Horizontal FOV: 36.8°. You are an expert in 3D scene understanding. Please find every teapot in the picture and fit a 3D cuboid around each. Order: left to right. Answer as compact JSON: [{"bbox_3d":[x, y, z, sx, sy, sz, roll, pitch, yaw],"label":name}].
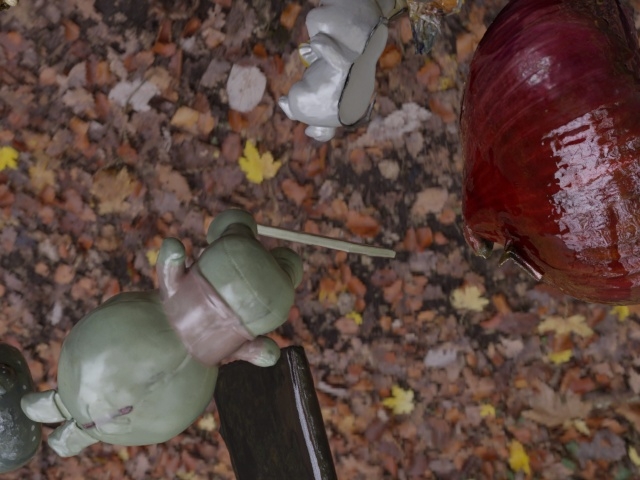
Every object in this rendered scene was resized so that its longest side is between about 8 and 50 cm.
[{"bbox_3d":[-0.484,0.245,1.399,0.129,0.193,0.294,-10,153,-25],"label":"teapot"}]

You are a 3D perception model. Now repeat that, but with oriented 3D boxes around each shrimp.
[{"bbox_3d":[0.165,-0.375,1.416,0.062,0.164,0.317,-22,146,-8],"label":"shrimp"}]

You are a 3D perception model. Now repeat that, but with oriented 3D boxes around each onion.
[{"bbox_3d":[0.178,-0.066,0.674,0.161,0.248,0.248,-3,120,9],"label":"onion"}]

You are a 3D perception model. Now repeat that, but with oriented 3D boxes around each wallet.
[{"bbox_3d":[-0.031,0.274,1.048,0.165,0.042,0.310,-24,80,50],"label":"wallet"}]

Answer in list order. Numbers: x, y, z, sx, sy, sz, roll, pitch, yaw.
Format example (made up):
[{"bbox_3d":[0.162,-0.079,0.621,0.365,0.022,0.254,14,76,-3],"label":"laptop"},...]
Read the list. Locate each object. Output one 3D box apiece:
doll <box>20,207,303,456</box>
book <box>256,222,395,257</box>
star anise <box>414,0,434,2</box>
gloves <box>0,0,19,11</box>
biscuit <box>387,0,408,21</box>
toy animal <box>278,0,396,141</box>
[{"bbox_3d":[-0.127,0.084,0.822,0.275,0.113,0.155,-40,116,-12],"label":"doll"},{"bbox_3d":[0.000,0.000,1.748,0.231,0.162,0.022,11,90,33],"label":"book"},{"bbox_3d":[0.070,-0.253,0.761,0.198,0.257,0.111,15,101,-9],"label":"star anise"},{"bbox_3d":[-0.682,-0.567,1.804,0.356,0.155,0.203,32,133,0],"label":"gloves"},{"bbox_3d":[0.111,-0.519,1.876,0.056,0.052,0.188,-29,88,33],"label":"biscuit"},{"bbox_3d":[0.047,-0.344,1.707,0.154,0.208,0.325,29,85,27],"label":"toy animal"}]
